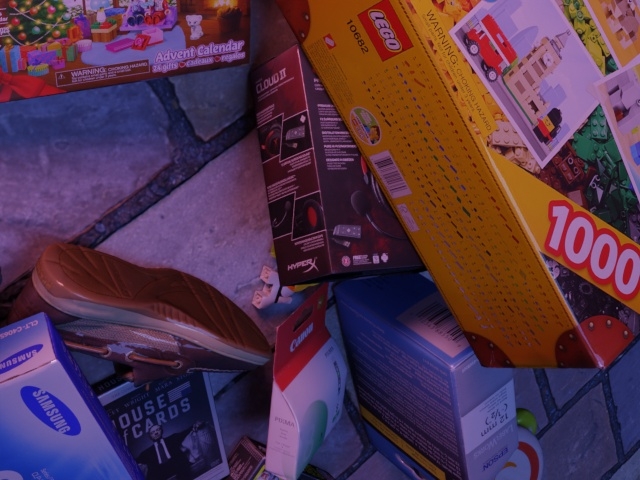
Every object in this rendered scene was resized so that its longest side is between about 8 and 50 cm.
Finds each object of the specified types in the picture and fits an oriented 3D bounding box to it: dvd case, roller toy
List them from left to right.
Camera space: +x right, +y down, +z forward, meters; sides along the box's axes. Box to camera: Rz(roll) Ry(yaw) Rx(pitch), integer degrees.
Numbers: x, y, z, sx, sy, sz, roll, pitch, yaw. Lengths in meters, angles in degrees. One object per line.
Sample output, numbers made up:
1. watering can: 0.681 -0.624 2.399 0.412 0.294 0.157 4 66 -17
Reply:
1. dvd case: -0.217 0.262 1.210 0.179 0.029 0.239 -26 127 -27
2. roller toy: 0.271 0.384 1.587 0.209 0.146 0.191 -14 112 -27

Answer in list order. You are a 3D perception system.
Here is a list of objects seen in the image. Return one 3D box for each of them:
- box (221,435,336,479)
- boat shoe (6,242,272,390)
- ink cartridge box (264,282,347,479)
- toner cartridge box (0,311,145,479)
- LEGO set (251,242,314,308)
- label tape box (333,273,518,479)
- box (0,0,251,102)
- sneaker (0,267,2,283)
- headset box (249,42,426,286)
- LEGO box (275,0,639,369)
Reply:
1. box: -0.108 0.446 1.375 0.216 0.060 0.270 35 88 -43
2. boat shoe: -0.208 0.110 1.090 0.342 0.123 0.123 22 115 -46
3. ink cartridge box: -0.011 0.189 1.265 0.181 0.056 0.225 -41 144 -60
4. toner cartridge box: -0.314 0.240 1.022 0.165 0.075 0.348 -23 137 -9
5. LEGO set: 0.000 0.000 1.206 0.093 0.087 0.227 6 110 -40
6. label tape box: 0.161 0.224 1.340 0.115 0.249 0.348 -33 130 -23
7. box: -0.209 -0.249 0.879 0.293 0.057 0.201 -14 130 -23
8. sneaker: -0.382 -0.013 0.887 0.147 0.104 0.296 -1 119 -40
9. headset box: 0.045 -0.102 1.100 0.218 0.110 0.293 -3 81 -37
10. LEGO box: 0.244 -0.160 1.043 0.372 0.193 0.500 -37 103 -29
